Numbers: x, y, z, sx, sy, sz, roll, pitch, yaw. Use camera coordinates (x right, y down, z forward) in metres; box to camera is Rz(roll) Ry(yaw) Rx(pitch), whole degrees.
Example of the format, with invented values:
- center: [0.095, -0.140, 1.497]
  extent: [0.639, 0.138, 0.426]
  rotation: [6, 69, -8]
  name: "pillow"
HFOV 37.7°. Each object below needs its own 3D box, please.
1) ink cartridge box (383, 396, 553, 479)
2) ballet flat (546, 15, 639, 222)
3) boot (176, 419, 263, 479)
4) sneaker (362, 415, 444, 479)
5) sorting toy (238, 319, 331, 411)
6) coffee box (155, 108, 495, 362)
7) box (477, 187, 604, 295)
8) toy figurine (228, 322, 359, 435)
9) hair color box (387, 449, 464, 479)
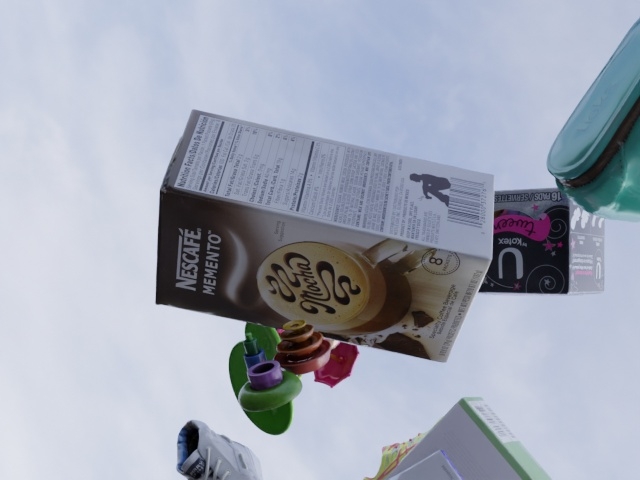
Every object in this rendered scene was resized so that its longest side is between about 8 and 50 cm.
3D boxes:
- center: [0.146, 0.316, 1.053]
  extent: [0.235, 0.056, 0.171]
  rotation: [-50, -121, 17]
  name: "ink cartridge box"
- center: [0.216, -0.118, 0.510]
  extent: [0.247, 0.087, 0.083]
  rotation: [-61, -160, 5]
  name: "ballet flat"
- center: [-0.130, 0.325, 1.212]
  extent: [0.123, 0.095, 0.258]
  rotation: [38, 1, -22]
  name: "boot"
- center: [0.147, 0.368, 1.593]
  extent: [0.208, 0.081, 0.094]
  rotation: [-48, -127, 1]
  name: "sneaker"
- center: [-0.035, 0.093, 0.744]
  extent: [0.061, 0.102, 0.042]
  rotation: [-5, -71, 32]
  name: "sorting toy"
- center: [0.000, 0.000, 0.903]
  extent: [0.297, 0.119, 0.168]
  rotation: [12, -42, -1]
  name: "coffee box"
- center: [0.248, 0.007, 1.293]
  extent: [0.247, 0.163, 0.142]
  rotation: [-2, -93, 33]
  name: "box"
- center: [-0.019, 0.147, 1.229]
  extent: [0.130, 0.159, 0.173]
  rotation: [32, -50, 38]
  name: "toy figurine"
- center: [0.013, 0.346, 0.792]
  extent: [0.185, 0.338, 0.110]
  rotation: [52, -14, 54]
  name: "hair color box"
